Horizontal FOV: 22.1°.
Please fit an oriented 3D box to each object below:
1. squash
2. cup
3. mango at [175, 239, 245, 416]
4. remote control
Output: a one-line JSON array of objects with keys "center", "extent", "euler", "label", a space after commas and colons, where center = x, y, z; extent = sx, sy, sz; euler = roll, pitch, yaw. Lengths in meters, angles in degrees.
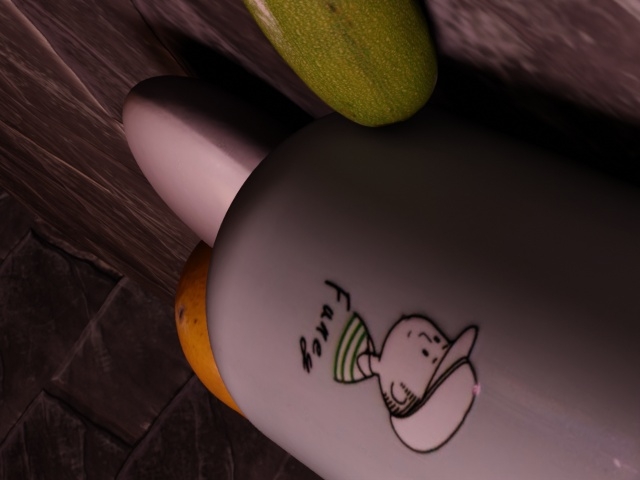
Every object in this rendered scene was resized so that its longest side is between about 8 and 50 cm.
[{"center": [-0.003, -0.114, 0.687], "extent": [0.066, 0.066, 0.252], "euler": [31, 170, 31], "label": "squash"}, {"center": [0.094, 0.060, 0.776], "extent": [0.312, 0.205, 0.205], "euler": [28, 168, 43], "label": "cup"}, {"center": [-0.029, 0.067, 1.322], "extent": [0.191, 0.160, 0.290], "euler": [64, -165, 12], "label": "mango"}, {"center": [0.000, 0.000, 1.131], "extent": [0.332, 0.103, 0.221], "euler": [37, 175, -3], "label": "remote control"}]
